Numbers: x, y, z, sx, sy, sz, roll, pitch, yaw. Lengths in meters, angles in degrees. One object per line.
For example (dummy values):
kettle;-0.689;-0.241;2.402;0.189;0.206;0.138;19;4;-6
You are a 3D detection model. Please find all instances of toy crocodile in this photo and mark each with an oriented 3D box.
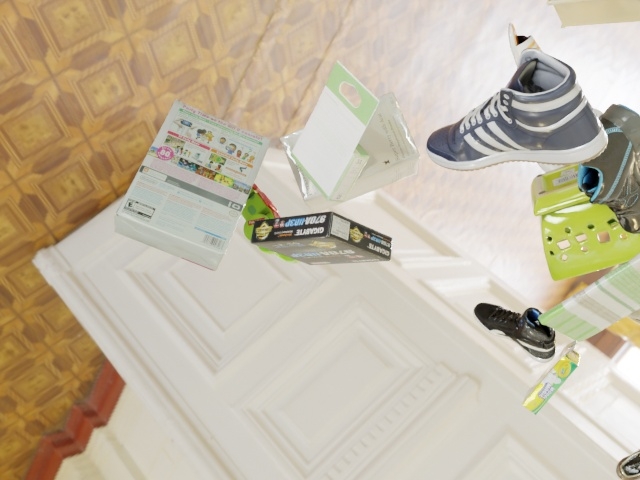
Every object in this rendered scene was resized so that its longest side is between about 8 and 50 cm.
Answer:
toy crocodile;-0.152;-0.074;1.520;0.105;0.340;0.115;-39;156;0

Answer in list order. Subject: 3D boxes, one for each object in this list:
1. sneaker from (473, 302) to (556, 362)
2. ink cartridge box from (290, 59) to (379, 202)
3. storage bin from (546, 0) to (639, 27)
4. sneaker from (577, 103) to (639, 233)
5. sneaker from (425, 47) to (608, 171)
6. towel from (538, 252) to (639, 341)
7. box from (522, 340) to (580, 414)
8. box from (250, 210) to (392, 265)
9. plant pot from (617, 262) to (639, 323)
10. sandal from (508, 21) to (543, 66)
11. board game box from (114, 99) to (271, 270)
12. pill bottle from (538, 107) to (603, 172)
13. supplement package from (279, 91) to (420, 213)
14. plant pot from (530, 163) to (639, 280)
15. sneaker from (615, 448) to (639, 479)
sneaker;0.452;0.180;1.505;0.079;0.217;0.121;-40;142;-24
ink cartridge box;0.040;-0.222;1.335;0.056;0.171;0.235;4;127;-41
storage bin;0.762;-0.695;1.677;0.123;0.262;0.260;34;72;-48
sneaker;0.581;-0.118;1.304;0.140;0.125;0.341;-37;130;2
sneaker;0.257;-0.186;0.950;0.153;0.282;0.099;50;59;-37
towel;0.317;0.054;0.697;0.152;0.023;0.113;-38;139;24
box;0.544;0.314;1.512;0.179;0.043;0.105;-59;162;18
box;0.000;0.000;1.258;0.175;0.220;0.051;22;71;-42
plant pot;0.934;0.143;1.767;0.284;0.284;0.191;30;82;-59
sandal;0.590;-0.495;1.816;0.265;0.076;0.102;59;29;-29
board game box;-0.259;-0.117;1.353;0.097;0.224;0.303;124;-13;-60
pill bottle;0.698;-0.277;1.790;0.221;0.124;0.124;-37;148;-29
supplement package;0.075;-0.208;1.600;0.293;0.177;0.175;-22;171;3
plant pot;0.625;-0.066;1.554;0.228;0.207;0.227;-19;-163;23
sneaker;0.728;0.467;1.407;0.188;0.066;0.071;-39;152;12
